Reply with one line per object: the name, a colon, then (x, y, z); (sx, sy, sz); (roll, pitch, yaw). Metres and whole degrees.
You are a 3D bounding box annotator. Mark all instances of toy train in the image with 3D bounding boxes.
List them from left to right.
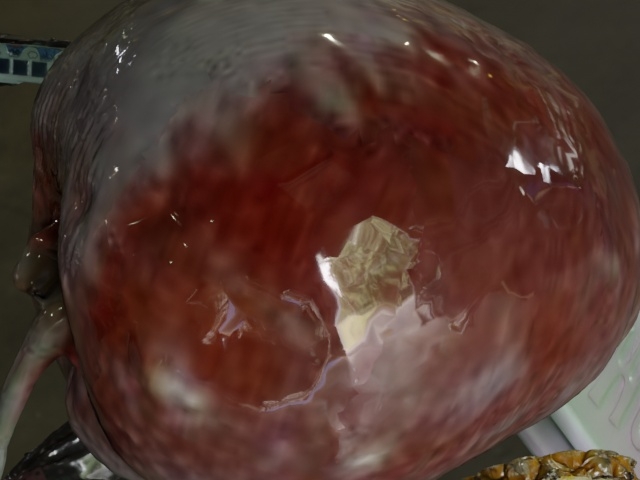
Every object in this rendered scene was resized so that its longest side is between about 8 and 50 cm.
toy train: (-0.295, -0.153, 1.216); (0.207, 0.047, 0.043); (7, 14, 7)

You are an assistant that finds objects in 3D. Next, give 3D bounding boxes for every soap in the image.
soap: (0.311, 0.155, 1.765); (0.115, 0.347, 0.208); (1, 47, 47)

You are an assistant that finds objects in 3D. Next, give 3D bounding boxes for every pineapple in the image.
pineapple: (0.224, 0.254, 1.511); (0.221, 0.221, 0.047); (-11, 63, 2)

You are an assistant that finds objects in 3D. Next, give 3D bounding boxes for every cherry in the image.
cherry: (-0.007, -0.003, 0.800); (0.326, 0.291, 0.335); (15, 23, 42)

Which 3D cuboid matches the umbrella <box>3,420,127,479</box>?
umbrella: (-0.277, 0.258, 1.285); (0.094, 0.090, 0.326); (41, 68, 21)
